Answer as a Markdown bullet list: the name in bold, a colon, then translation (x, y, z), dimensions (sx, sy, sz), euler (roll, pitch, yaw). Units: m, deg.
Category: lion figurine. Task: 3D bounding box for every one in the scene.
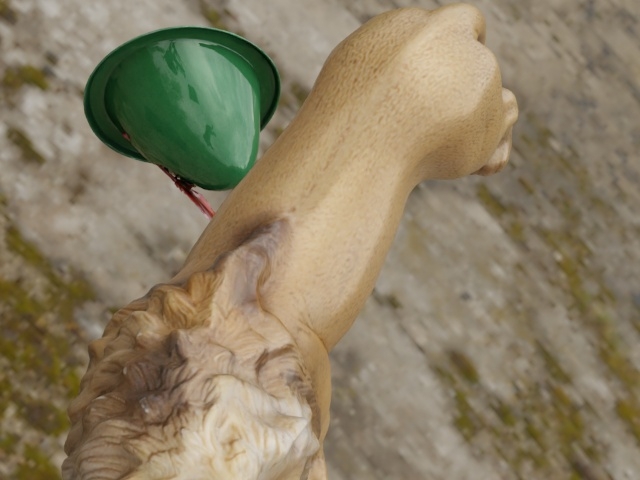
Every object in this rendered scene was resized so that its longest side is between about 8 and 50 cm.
- **lion figurine**: translation (0.000, 0.000, 0.676), dimensions (0.142, 0.240, 0.392), euler (20, 69, 7)

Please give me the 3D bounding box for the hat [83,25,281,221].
- **hat**: translation (-0.097, -0.059, 1.253), dimensions (0.208, 0.173, 0.183), euler (18, 42, -36)
